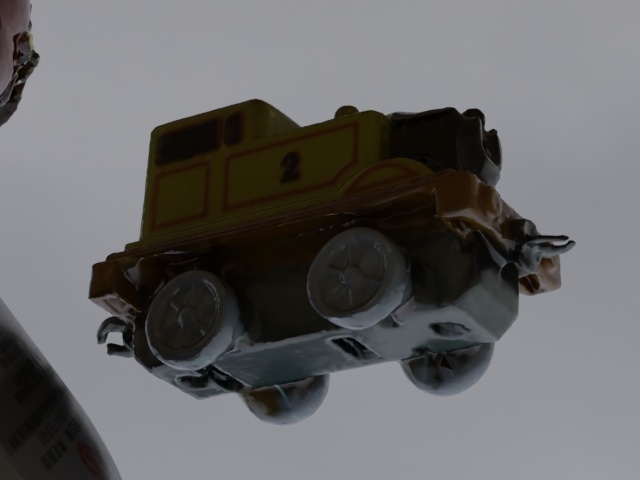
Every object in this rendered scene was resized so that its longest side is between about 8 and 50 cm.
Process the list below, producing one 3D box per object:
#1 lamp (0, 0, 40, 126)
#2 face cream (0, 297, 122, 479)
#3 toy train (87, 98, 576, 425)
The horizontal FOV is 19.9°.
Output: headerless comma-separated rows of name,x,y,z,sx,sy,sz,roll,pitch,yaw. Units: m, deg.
lamp,-0.283,-0.136,1.114,0.227,0.227,0.227,6,-154,-3
face cream,-0.125,0.076,0.655,0.071,0.291,0.144,-34,-172,10
toy train,0.000,0.000,0.746,0.219,0.127,0.089,-14,151,28
